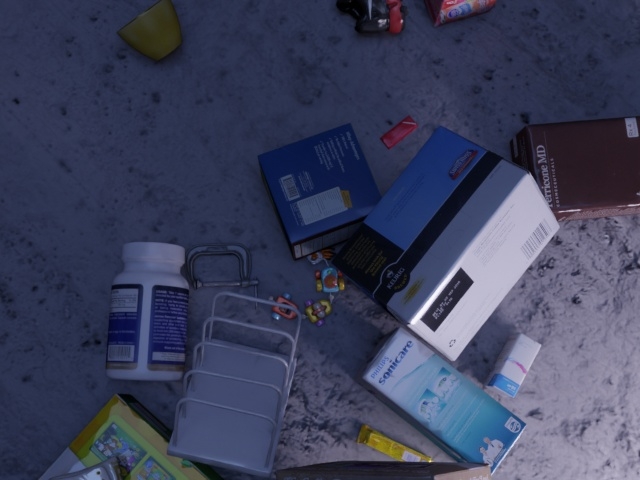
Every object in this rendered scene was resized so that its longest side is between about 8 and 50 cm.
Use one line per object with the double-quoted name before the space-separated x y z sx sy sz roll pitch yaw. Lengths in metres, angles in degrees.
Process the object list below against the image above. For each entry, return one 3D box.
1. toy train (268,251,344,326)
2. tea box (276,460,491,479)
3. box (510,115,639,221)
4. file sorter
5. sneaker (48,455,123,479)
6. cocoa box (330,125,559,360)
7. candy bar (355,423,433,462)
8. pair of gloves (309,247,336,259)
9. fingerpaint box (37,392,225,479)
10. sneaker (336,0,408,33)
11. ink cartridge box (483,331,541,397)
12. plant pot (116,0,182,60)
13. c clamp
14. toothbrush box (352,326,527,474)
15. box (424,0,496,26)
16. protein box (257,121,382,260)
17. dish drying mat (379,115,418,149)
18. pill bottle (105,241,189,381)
"toy train" -0.024 0.106 1.739 0.125 0.046 0.166 34 85 1
"tea box" 0.115 0.553 1.473 0.328 0.220 0.324 -8 79 36
"box" 0.604 -0.151 1.766 0.381 0.143 0.191 -6 82 -1
"file sorter" -0.152 0.259 1.583 0.192 0.173 0.278 13 42 0
"sneaker" -0.336 0.462 1.478 0.292 0.108 0.169 -2 82 -1
"cocoa box" 0.240 0.006 1.624 0.347 0.231 0.228 -51 51 -2
"candy bar" 0.150 0.422 1.712 0.161 0.018 0.040 25 84 2
"pair of gloves" 0.000 0.000 1.780 0.074 0.010 0.083 7 80 -1
"fingerpaint box" -0.335 0.573 1.595 0.444 0.163 0.371 40 81 6
"sneaker" 0.085 -0.566 1.832 0.135 0.097 0.276 -18 83 -7
"ink cartridge box" 0.386 0.251 1.714 0.052 0.088 0.123 29 81 3
"plant pot" -0.346 -0.438 1.790 0.134 0.134 0.095 -39 110 -8
"c clamp" -0.204 0.070 1.755 0.160 0.022 0.137 4 81 -2
"toothbrush box" 0.218 0.308 1.635 0.295 0.216 0.126 37 81 5
"box" 0.272 -0.638 1.824 0.142 0.154 0.300 -17 83 -5
"protein box" 0.003 -0.098 1.722 0.201 0.136 0.200 -20 75 -6
"dish drying mat" 0.169 -0.233 1.826 0.083 0.008 0.032 -39 85 -8
"pill bottle" -0.337 0.142 1.671 0.153 0.153 0.265 3 81 -2
